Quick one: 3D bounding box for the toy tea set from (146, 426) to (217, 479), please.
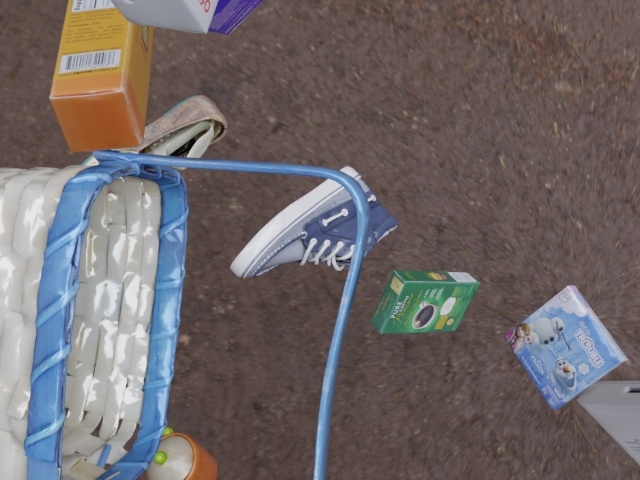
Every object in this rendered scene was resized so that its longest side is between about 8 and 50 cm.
[{"bbox_3d":[-0.178,0.427,1.363,0.336,0.124,0.200,19,74,35],"label":"toy tea set"}]

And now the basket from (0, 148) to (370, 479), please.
[{"bbox_3d":[-0.124,0.057,0.592,0.289,0.201,0.254,12,98,14],"label":"basket"}]

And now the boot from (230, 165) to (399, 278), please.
[{"bbox_3d":[0.000,0.000,0.918,0.086,0.069,0.190,47,57,6],"label":"boot"}]

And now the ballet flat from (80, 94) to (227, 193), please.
[{"bbox_3d":[-0.292,-0.146,1.569,0.316,0.107,0.106,-39,64,-19],"label":"ballet flat"}]

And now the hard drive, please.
[{"bbox_3d":[0.517,0.316,1.150,0.353,0.233,0.047,46,72,-5],"label":"hard drive"}]

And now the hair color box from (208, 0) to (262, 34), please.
[{"bbox_3d":[-0.223,-0.438,1.435,0.110,0.339,0.185,-42,89,16],"label":"hair color box"}]

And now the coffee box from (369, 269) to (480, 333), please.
[{"bbox_3d":[0.183,0.106,1.563,0.040,0.184,0.113,49,126,43],"label":"coffee box"}]

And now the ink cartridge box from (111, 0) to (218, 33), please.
[{"bbox_3d":[-0.098,-0.232,0.610,0.063,0.109,0.150,13,77,15],"label":"ink cartridge box"}]

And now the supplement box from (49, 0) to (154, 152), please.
[{"bbox_3d":[-0.221,-0.199,0.937,0.080,0.078,0.233,-5,49,3],"label":"supplement box"}]

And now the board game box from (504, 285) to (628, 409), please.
[{"bbox_3d":[0.243,0.107,0.898,0.090,0.020,0.090,-45,62,28],"label":"board game box"}]
